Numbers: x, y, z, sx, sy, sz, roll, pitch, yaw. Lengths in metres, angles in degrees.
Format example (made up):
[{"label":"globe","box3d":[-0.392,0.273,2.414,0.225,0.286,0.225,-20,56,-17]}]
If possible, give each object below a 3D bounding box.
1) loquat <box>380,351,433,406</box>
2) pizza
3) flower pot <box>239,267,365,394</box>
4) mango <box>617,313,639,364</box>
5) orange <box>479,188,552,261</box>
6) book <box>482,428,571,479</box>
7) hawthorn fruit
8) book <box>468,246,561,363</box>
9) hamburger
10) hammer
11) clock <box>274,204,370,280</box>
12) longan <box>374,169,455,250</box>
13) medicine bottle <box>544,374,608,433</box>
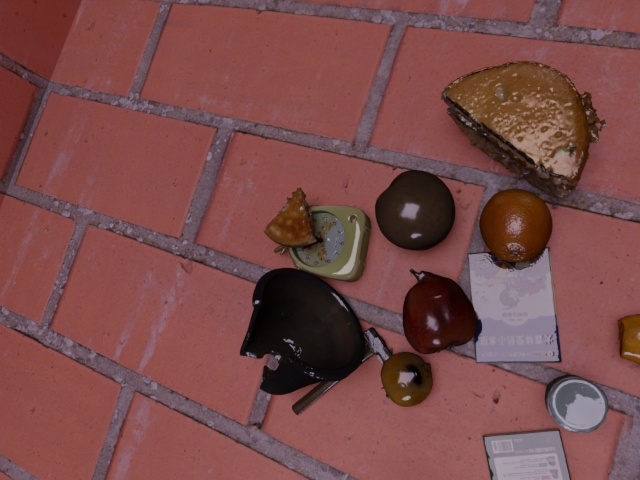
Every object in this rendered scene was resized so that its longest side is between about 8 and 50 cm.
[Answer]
[{"label":"loquat","box3d":[0.243,0.395,1.438,0.163,0.137,0.163,1,95,10]},{"label":"pizza","box3d":[-0.072,-0.068,1.594,0.201,0.053,0.193,20,87,36]},{"label":"flower pot","box3d":[-0.078,0.298,1.501,0.379,0.379,0.251,52,124,22]},{"label":"mango","box3d":[0.897,0.291,1.212,0.359,0.144,0.187,40,91,26]},{"label":"orange","box3d":[0.536,-0.039,1.388,0.206,0.206,0.206,-4,77,20]},{"label":"book","box3d":[0.554,0.643,1.327,0.201,0.027,0.264,-13,74,17]},{"label":"hawthorn fruit","box3d":[0.317,0.188,1.415,0.208,0.208,0.248,-22,80,15]},{"label":"book","box3d":[0.546,0.183,1.433,0.228,0.018,0.323,-6,77,20]},{"label":"hamburger","box3d":[0.584,-0.332,1.391,0.287,0.268,0.445,-47,63,8]},{"label":"hammer","box3d":[0.056,0.421,1.559,0.365,0.043,0.111,-41,69,11]},{"label":"clock","box3d":[0.000,0.000,1.633,0.307,0.096,0.235,8,83,22]},{"label":"longan","box3d":[0.276,-0.094,1.486,0.248,0.248,0.248,-4,77,20]},{"label":"medicine bottle","box3d":[0.637,0.406,1.269,0.135,0.168,0.135,-5,77,21]}]
